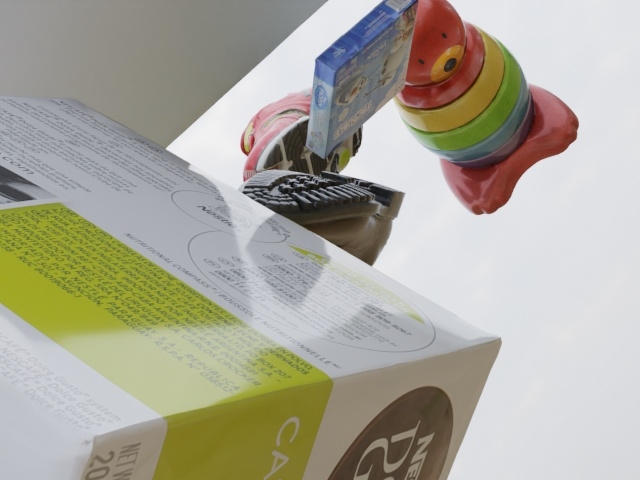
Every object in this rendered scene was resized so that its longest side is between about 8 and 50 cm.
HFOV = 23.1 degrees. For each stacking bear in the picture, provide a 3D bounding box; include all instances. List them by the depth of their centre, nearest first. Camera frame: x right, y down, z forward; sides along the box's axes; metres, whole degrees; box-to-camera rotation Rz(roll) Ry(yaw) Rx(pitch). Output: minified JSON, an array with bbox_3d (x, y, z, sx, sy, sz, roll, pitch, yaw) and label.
[{"bbox_3d":[0.151,-0.186,1.818,0.175,0.164,0.289,-42,-40,5],"label":"stacking bear"}]

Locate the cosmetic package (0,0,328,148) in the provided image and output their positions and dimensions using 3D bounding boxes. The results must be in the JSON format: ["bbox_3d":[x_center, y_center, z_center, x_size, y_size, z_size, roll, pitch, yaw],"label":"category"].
[{"bbox_3d":[-0.162,-0.182,1.095,0.385,0.156,0.217,-39,-39,26],"label":"cosmetic package"}]

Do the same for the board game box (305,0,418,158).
[{"bbox_3d":[0.028,-0.112,1.055,0.090,0.020,0.090,-43,-21,-29],"label":"board game box"}]

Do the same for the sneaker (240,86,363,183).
[{"bbox_3d":[-0.038,-0.098,1.715,0.279,0.118,0.107,-49,-46,-62],"label":"sneaker"}]

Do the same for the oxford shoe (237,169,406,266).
[{"bbox_3d":[0.000,0.000,1.145,0.227,0.083,0.096,4,-76,-66],"label":"oxford shoe"}]

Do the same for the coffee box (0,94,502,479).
[{"bbox_3d":[-0.167,0.138,0.808,0.334,0.338,0.337,-6,-60,-56],"label":"coffee box"}]
